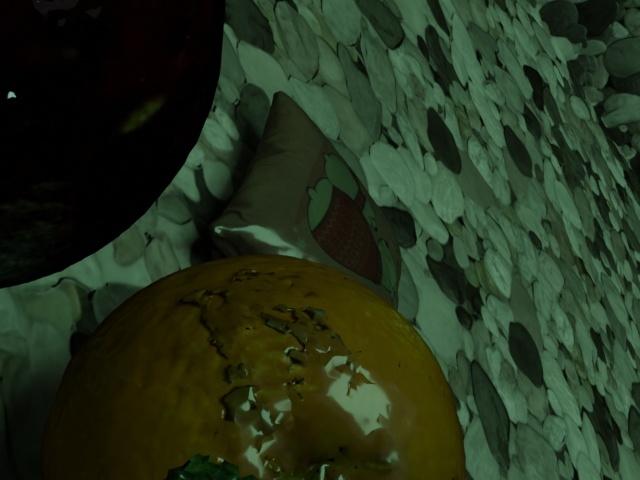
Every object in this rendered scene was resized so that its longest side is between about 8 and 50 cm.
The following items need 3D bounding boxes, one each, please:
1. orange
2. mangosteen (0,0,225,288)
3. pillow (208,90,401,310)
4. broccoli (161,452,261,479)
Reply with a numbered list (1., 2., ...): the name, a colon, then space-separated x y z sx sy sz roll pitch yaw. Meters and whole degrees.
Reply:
1. orange: -0.038 0.129 0.626 0.246 0.246 0.246 40 37 -39
2. mangosteen: -0.213 -0.107 0.488 0.360 0.306 0.306 -33 97 -38
3. pillow: 0.000 0.000 0.967 0.223 0.084 0.236 52 27 -22
4. broccoli: 0.030 0.250 0.405 0.321 0.413 0.309 28 52 -42
